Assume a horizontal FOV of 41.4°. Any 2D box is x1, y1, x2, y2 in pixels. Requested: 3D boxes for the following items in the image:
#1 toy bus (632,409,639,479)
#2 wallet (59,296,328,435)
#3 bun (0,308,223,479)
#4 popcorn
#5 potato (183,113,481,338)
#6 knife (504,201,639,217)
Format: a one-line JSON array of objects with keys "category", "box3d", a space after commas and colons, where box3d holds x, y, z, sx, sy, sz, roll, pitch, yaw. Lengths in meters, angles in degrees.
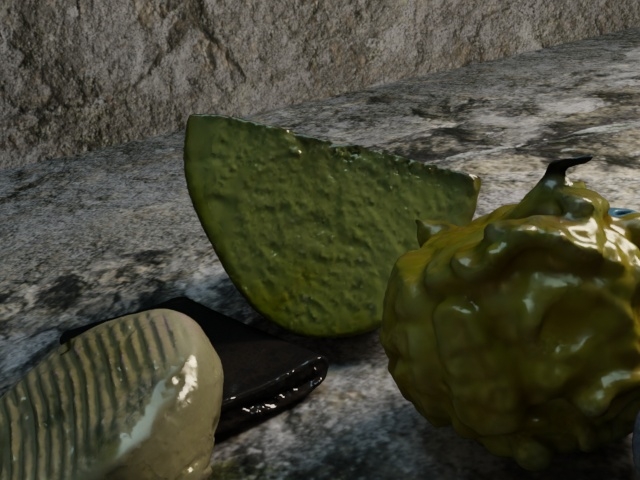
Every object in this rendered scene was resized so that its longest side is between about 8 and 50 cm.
[{"category": "toy bus", "box3d": [0.308, 0.113, 0.521, 0.145, 0.151, 0.331, -9, 17, 40]}, {"category": "wallet", "box3d": [-0.146, 0.126, 0.905, 0.170, 0.044, 0.321, -20, 19, -32]}, {"category": "bun", "box3d": [-0.173, 0.166, 0.687, 0.237, 0.116, 0.210, -41, 34, -13]}, {"category": "popcorn", "box3d": [0.167, 0.052, 0.669, 0.249, 0.225, 0.249, -15, 17, 5]}, {"category": "potato", "box3d": [0.000, 0.000, 1.004, 0.330, 0.212, 0.280, 15, -2, 9]}, {"category": "knife", "box3d": [0.340, -0.038, 1.149, 0.058, 0.032, 0.244, -20, 16, -18]}]
